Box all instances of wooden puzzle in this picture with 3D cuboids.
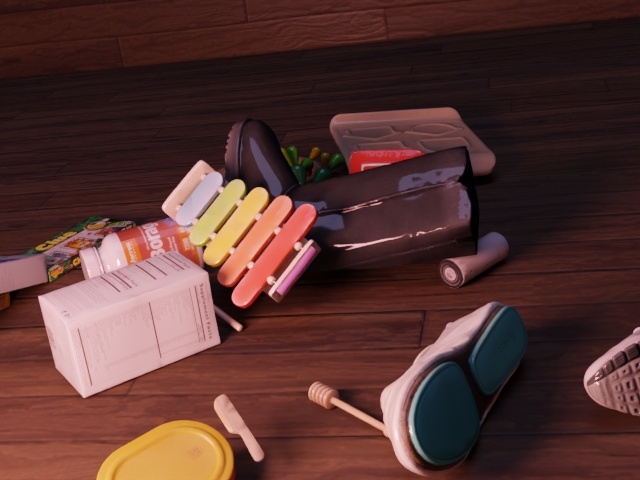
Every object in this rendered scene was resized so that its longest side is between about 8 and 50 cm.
[{"bbox_3d":[0.200,-0.203,2.321,0.322,0.081,0.348,-5,27,-6],"label":"wooden puzzle"}]

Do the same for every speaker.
[{"bbox_3d":[0.269,0.033,1.782,0.136,0.055,0.055,-28,29,-37],"label":"speaker"}]

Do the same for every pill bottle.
[{"bbox_3d":[-0.333,0.033,1.911,0.216,0.121,0.121,-17,24,-19],"label":"pill bottle"}]

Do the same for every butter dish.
[{"bbox_3d":[0.147,-0.102,2.068,0.160,0.160,0.118,0,1,20],"label":"butter dish"}]

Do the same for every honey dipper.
[{"bbox_3d":[0.047,0.236,1.416,0.030,0.031,0.160,-26,30,-36],"label":"honey dipper"}]

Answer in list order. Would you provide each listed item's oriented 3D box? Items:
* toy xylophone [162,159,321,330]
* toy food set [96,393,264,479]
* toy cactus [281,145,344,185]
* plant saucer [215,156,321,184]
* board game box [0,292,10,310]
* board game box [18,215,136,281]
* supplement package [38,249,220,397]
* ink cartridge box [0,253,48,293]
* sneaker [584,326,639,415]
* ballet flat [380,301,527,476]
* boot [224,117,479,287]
[{"bbox_3d":[-0.145,0.012,1.740,0.322,0.081,0.236,26,79,33],"label":"toy xylophone"},{"bbox_3d":[-0.180,0.303,1.302,0.217,0.071,0.128,-25,52,-31],"label":"toy food set"},{"bbox_3d":[-0.047,-0.118,2.167,0.218,0.112,0.181,-8,59,-19],"label":"toy cactus"},{"bbox_3d":[-0.132,-0.131,2.334,0.277,0.041,0.278,-7,22,3],"label":"plant saucer"},{"bbox_3d":[-0.651,0.123,1.833,0.124,0.039,0.259,-4,7,0],"label":"board game box"},{"bbox_3d":[-0.521,0.014,2.143,0.136,0.030,0.259,4,26,33],"label":"board game box"},{"bbox_3d":[-0.305,0.129,1.650,0.244,0.139,0.134,-20,26,-28],"label":"supplement package"},{"bbox_3d":[-0.659,0.074,1.872,0.165,0.065,0.332,-3,3,18],"label":"ink cartridge box"},{"bbox_3d":[0.469,0.158,1.391,0.297,0.111,0.129,-16,8,-26],"label":"sneaker"},{"bbox_3d":[0.159,0.201,1.364,0.139,0.139,0.400,4,22,28],"label":"ballet flat"},{"bbox_3d":[0.055,-0.106,1.839,0.445,0.146,0.367,-14,60,20],"label":"boot"}]
